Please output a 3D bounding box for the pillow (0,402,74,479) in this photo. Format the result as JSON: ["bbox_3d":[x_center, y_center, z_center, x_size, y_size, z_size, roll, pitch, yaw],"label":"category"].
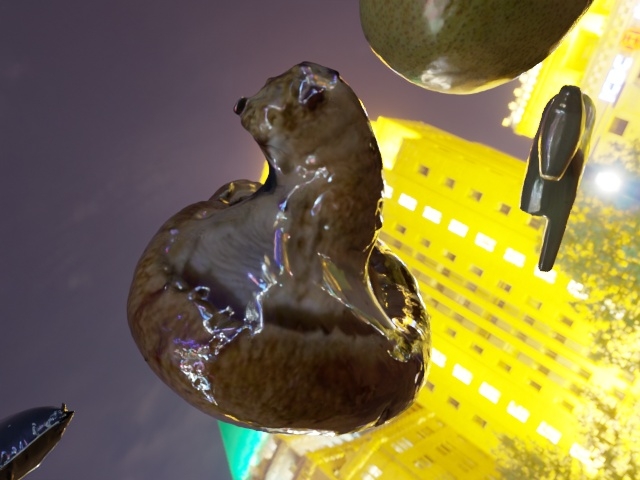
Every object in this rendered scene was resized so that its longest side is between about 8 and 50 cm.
[{"bbox_3d":[-0.274,0.192,0.451,0.208,0.141,0.055,-39,-82,-35],"label":"pillow"}]

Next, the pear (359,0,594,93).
[{"bbox_3d":[0.141,-0.243,0.546,0.211,0.188,0.228,-51,14,44],"label":"pear"}]

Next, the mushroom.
[{"bbox_3d":[-0.014,0.034,0.520,0.267,0.267,0.254,-35,-14,-30],"label":"mushroom"}]

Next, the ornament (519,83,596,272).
[{"bbox_3d":[0.257,-0.087,0.703,0.230,0.061,0.244,-56,-28,-45],"label":"ornament"}]
